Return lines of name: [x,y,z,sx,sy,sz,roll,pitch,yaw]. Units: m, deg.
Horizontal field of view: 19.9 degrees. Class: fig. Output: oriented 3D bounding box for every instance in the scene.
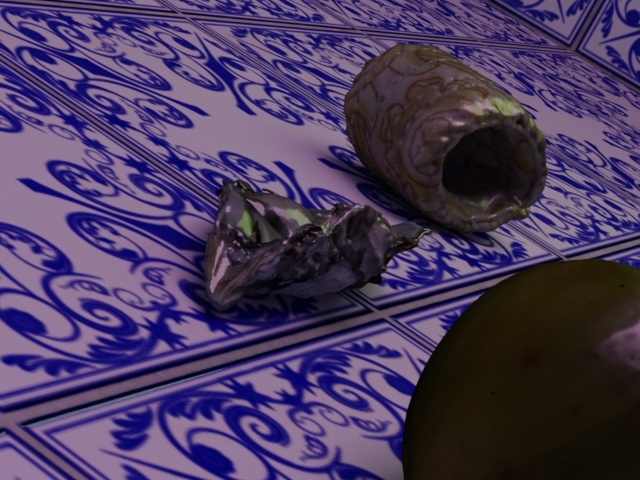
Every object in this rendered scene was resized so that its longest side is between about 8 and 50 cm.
fig: [0.139,0.117,1.038,0.225,0.203,0.203,-30,50,-25]

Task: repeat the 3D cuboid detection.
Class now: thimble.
thimble: [0.121,-0.091,1.709,0.143,0.137,0.190,40,5,42]

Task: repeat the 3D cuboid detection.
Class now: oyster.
oyster: [0.001,-0.003,1.305,0.199,0.087,0.252,14,12,-16]
